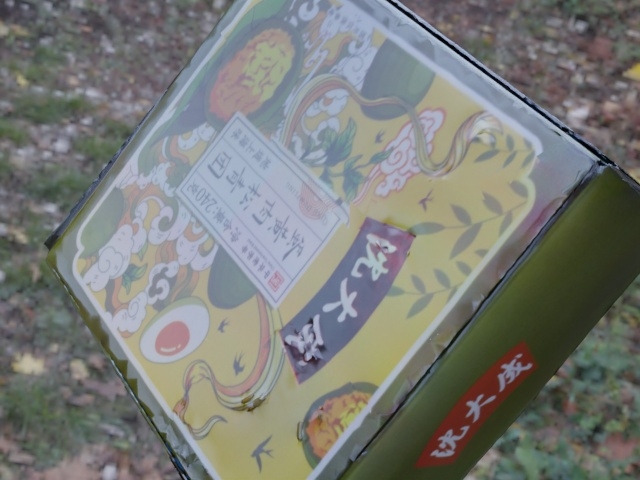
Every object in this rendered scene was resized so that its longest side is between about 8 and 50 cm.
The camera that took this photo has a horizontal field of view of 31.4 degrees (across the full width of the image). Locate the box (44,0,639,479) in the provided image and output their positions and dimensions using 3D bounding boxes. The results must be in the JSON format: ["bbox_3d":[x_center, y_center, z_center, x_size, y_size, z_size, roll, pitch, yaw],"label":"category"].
[{"bbox_3d":[0.000,0.000,0.907,0.138,0.373,0.420,29,13,-47],"label":"box"}]
